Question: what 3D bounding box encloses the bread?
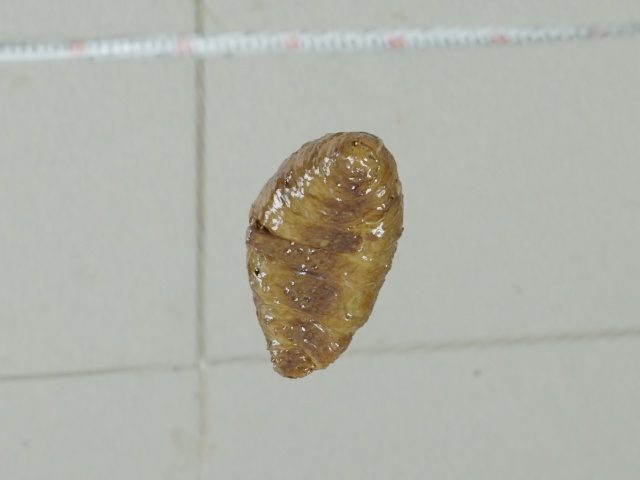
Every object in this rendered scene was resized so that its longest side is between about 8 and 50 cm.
[{"bbox_3d":[0.000,0.000,1.320,0.105,0.076,0.233,15,132,0],"label":"bread"}]
